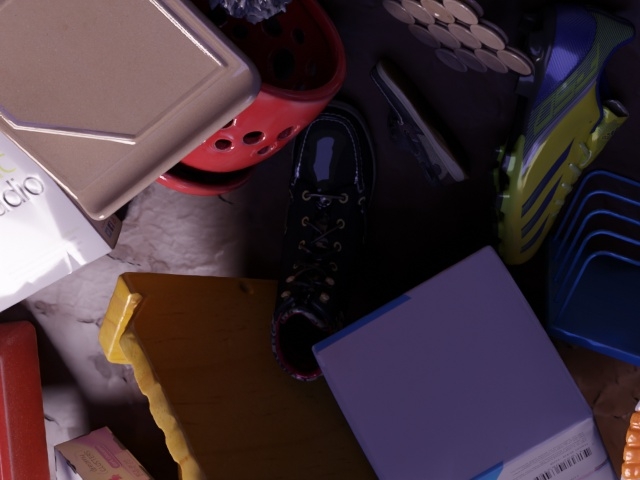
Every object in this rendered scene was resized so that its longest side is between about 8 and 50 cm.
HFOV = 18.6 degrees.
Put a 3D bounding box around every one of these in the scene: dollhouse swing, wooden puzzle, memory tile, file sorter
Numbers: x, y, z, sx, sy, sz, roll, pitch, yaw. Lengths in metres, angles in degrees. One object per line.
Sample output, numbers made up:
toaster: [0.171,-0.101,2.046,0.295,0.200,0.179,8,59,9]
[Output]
dollhouse swing: [-0.111,0.261,1.941,0.315,0.346,0.305,5,138,-47]
wooden puzzle: [-0.201,-0.159,1.682,0.221,0.044,0.238,-36,107,27]
memory tile: [0.125,-0.190,1.789,0.113,0.148,0.012,39,78,-26]
file sorter: [0.289,0.024,1.880,0.118,0.170,0.104,19,121,-5]

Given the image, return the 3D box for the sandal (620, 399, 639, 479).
sandal: [0.367,0.248,2.069,0.102,0.076,0.265,24,114,20]

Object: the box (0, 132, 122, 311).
box: [-0.388,-0.069,1.977,0.232,0.058,0.322,-28,114,23]

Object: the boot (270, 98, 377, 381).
boot: [0.002,0.001,1.896,0.085,0.178,0.236,7,125,4]

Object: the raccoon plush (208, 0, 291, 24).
raccoon plush: [0.040,-0.301,1.584,0.299,0.446,0.216,-4,90,10]

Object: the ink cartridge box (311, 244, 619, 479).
ink cartridge box: [0.146,0.172,1.881,0.198,0.197,0.270,-30,156,1]

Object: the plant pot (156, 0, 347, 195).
plant pot: [-0.096,-0.148,1.812,0.191,0.191,0.174,30,129,-12]

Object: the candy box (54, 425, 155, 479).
candy box: [-0.222,0.331,2.150,0.070,0.165,0.196,-19,128,-28]

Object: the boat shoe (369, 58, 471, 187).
boat shoe: [0.088,-0.107,1.888,0.049,0.056,0.152,-30,114,18]

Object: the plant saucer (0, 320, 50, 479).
plant saucer: [-0.424,0.226,2.104,0.258,0.048,0.259,-6,91,11]

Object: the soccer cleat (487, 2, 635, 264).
soccer cleat: [0.229,-0.091,1.860,0.121,0.093,0.289,5,125,-6]
